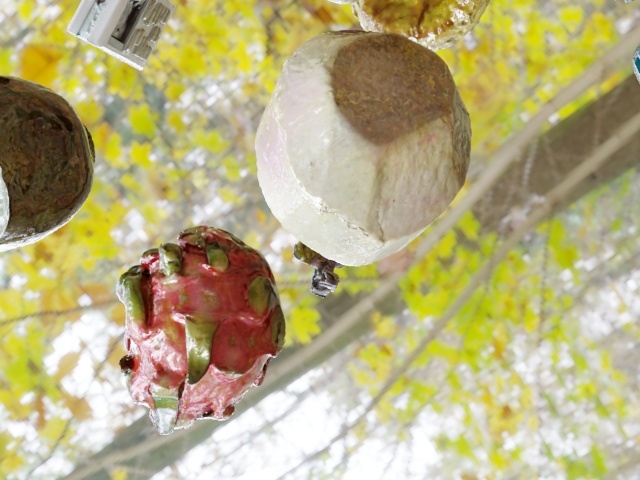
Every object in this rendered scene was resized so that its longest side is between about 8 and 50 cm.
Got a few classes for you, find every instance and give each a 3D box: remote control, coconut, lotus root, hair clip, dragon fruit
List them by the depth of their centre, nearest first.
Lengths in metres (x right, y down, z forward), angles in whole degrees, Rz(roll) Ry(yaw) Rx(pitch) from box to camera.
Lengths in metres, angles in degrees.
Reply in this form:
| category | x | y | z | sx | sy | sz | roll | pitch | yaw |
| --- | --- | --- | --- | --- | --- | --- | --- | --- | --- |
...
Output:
| category | x | y | z | sx | sy | sz | roll | pitch | yaw |
| --- | --- | --- | --- | --- | --- | --- | --- | --- | --- |
| coconut | 0.043 | -0.103 | 1.510 | 0.259 | 0.259 | 0.259 | 34 | -145 | -28 |
| remote control | -0.243 | -0.280 | 1.701 | 0.055 | 0.103 | 0.277 | 28 | -177 | 2 |
| dragon fruit | -0.178 | 0.129 | 1.941 | 0.231 | 0.303 | 0.237 | -11 | -151 | -44 |
| hair clip | 0.001 | 0.000 | 2.044 | 0.116 | 0.049 | 0.172 | 20 | -127 | -37 |
| lotus root | -0.444 | -0.129 | 2.085 | 0.260 | 0.149 | 0.267 | -11 | -99 | -55 |

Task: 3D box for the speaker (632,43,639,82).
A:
| category | x | y | z | sx | sy | sz | roll | pitch | yaw |
| --- | --- | --- | --- | --- | --- | --- | --- | --- | --- |
| speaker | 0.343 | -0.151 | 1.276 | 0.094 | 0.060 | 0.075 | 19 | -141 | -33 |

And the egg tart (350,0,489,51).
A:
| category | x | y | z | sx | sy | sz | roll | pitch | yaw |
| --- | --- | --- | --- | --- | --- | --- | --- | --- | --- |
| egg tart | 0.184 | -0.456 | 2.293 | 0.116 | 0.294 | 0.295 | -3 | -120 | -59 |

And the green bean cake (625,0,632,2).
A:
| category | x | y | z | sx | sy | sz | roll | pitch | yaw |
| --- | --- | --- | --- | --- | --- | --- | --- | --- | --- |
| green bean cake | 0.418 | -0.442 | 1.970 | 0.181 | 0.094 | 0.173 | 33 | 139 | 57 |

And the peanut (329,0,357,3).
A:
| category | x | y | z | sx | sy | sz | roll | pitch | yaw |
| --- | --- | --- | --- | --- | --- | --- | --- | --- | --- |
| peanut | 0.033 | -0.411 | 1.939 | 0.109 | 0.141 | 0.159 | 23 | -160 | 20 |
